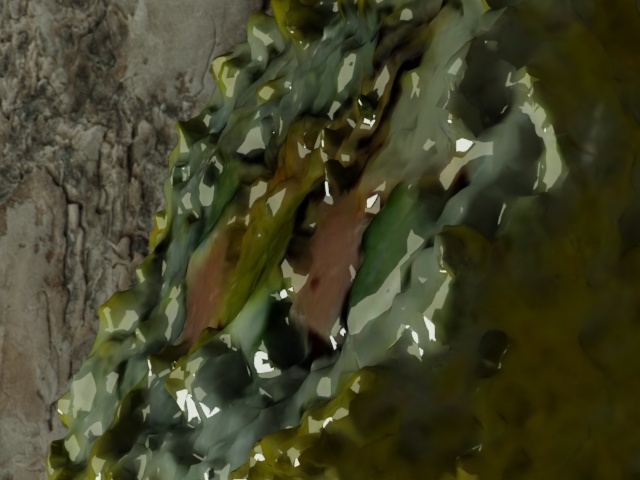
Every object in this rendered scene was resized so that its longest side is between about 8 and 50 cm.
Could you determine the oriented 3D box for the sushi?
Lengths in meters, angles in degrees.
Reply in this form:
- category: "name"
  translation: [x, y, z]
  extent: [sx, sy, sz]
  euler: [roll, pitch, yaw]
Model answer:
- category: "sushi"
  translation: [0.057, 0.015, 0.867]
  extent: [0.396, 0.240, 0.351]
  euler: [-15, 53, 62]
